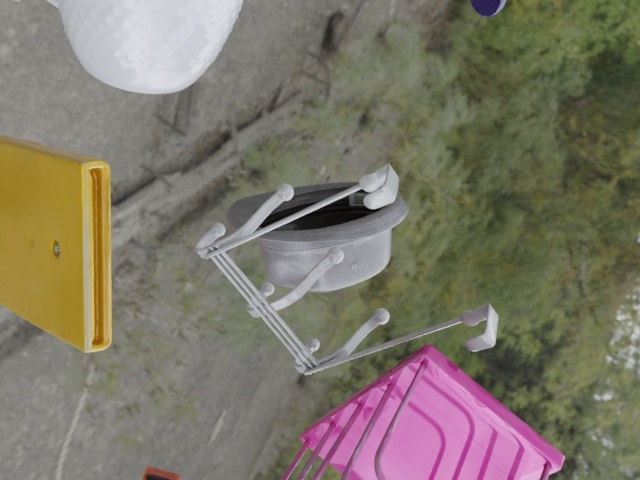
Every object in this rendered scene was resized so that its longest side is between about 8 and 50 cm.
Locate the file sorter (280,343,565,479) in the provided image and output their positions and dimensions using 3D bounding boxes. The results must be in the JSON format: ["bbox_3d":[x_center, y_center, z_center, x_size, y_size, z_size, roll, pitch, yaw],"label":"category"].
[{"bbox_3d":[0.086,0.297,1.018,0.290,0.202,0.182,-45,-173,47],"label":"file sorter"}]

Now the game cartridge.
[{"bbox_3d":[-0.427,-0.006,1.379,0.052,0.323,0.285,-9,108,-42],"label":"game cartridge"}]

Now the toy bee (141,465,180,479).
[{"bbox_3d":[-0.260,0.492,1.333,0.162,0.195,0.298,-80,164,-55],"label":"toy bee"}]

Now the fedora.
[{"bbox_3d":[0.000,0.000,1.367,0.244,0.275,0.124,-125,-154,-67],"label":"fedora"}]

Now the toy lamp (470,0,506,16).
[{"bbox_3d":[0.351,-0.413,1.371,0.274,0.080,0.080,-22,150,-29],"label":"toy lamp"}]

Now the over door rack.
[{"bbox_3d":[0.033,0.038,1.073,0.324,0.239,0.108,-17,-149,42],"label":"over door rack"}]

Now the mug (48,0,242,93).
[{"bbox_3d":[-0.275,-0.406,1.245,0.276,0.374,0.328,-50,159,-56],"label":"mug"}]
